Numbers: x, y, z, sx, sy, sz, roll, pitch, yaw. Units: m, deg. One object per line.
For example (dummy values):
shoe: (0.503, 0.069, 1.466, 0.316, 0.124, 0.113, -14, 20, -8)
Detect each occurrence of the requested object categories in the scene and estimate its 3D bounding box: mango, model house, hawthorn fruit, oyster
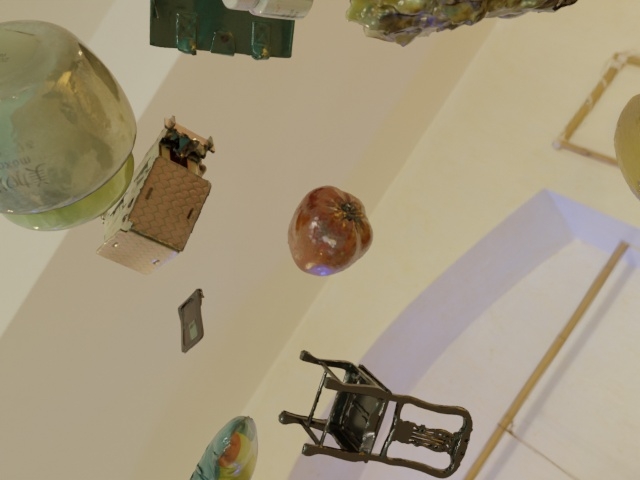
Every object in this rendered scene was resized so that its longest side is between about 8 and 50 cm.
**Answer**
mango: (0.415, -0.098, 0.647, 0.262, 0.130, 0.167, -15, -92, -73)
model house: (-0.341, -0.070, 1.255, 0.169, 0.244, 0.326, 31, -71, -28)
hawthorn fruit: (0.000, 0.000, 1.091, 0.163, 0.162, 0.203, -11, -25, -41)
oyster: (0.145, -0.219, 0.479, 0.214, 0.223, 0.083, -10, -100, -42)

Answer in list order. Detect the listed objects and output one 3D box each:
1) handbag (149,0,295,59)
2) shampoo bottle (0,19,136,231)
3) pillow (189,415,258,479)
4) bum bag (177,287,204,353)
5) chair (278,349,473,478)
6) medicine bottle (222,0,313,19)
handbag: (-0.210, -0.527, 1.285, 0.327, 0.089, 0.238, -2, -70, -22)
shampoo bottle: (-0.490, -0.199, 1.004, 0.322, 0.322, 0.317, -36, -36, -23)
pillow: (-0.169, 0.360, 0.824, 0.233, 0.086, 0.214, -49, -16, -37)
bum bag: (-0.352, 0.221, 1.594, 0.026, 0.159, 0.109, 22, -49, -38)
chair: (0.076, 0.239, 0.788, 0.229, 0.113, 0.106, 18, -87, -22)
medicine bottle: (-0.053, -0.255, 0.594, 0.089, 0.052, 0.052, -10, -57, -36)
